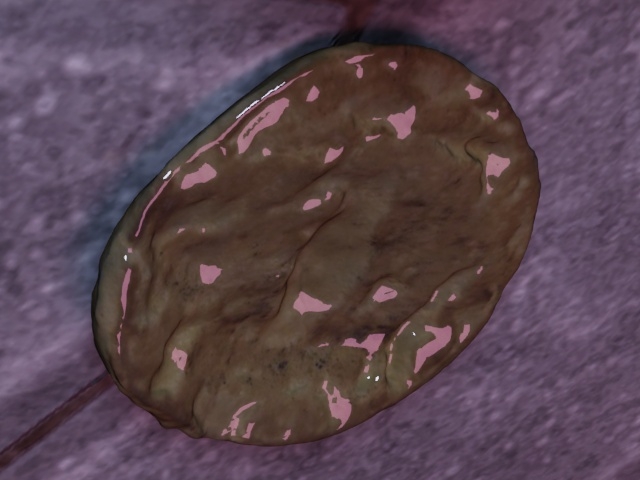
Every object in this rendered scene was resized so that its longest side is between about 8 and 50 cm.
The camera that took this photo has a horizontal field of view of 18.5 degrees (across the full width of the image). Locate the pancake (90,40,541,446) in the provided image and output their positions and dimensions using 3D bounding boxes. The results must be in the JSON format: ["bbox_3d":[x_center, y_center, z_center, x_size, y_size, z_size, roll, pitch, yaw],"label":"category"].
[{"bbox_3d":[0.000,0.000,0.940,0.242,0.050,0.242,-21,136,-22],"label":"pancake"}]
